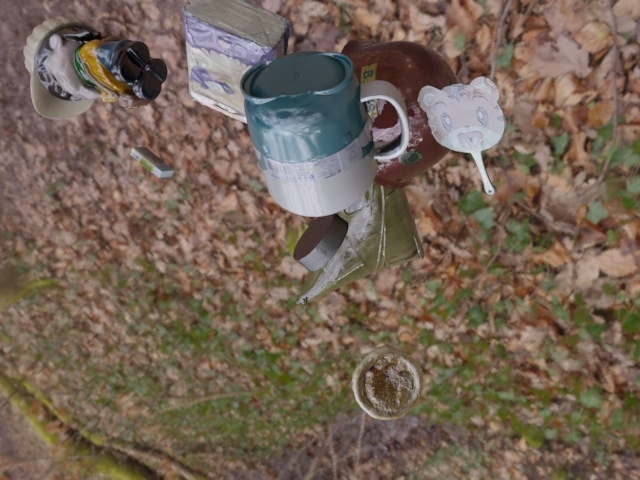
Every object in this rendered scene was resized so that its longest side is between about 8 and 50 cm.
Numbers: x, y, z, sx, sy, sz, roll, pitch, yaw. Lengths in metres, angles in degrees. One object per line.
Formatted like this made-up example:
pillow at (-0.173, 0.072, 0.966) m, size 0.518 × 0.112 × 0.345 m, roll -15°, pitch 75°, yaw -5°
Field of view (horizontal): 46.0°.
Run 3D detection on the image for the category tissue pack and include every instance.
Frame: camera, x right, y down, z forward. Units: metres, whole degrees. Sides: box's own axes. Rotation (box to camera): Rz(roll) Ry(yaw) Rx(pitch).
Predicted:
tissue pack at (-0.205, -0.438, 1.853) m, size 0.242 × 0.125 × 0.344 m, roll 24°, pitch 155°, yaw 5°

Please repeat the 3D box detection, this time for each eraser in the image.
eraser at (-0.316, -0.147, 1.413) m, size 0.083 × 0.038 × 0.019 m, roll 37°, pitch 113°, yaw 21°

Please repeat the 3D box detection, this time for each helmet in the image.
helmet at (0.215, -0.330, 1.767) m, size 0.230 × 0.385 × 0.337 m, roll -15°, pitch 158°, yaw 43°

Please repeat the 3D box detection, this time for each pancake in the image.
pancake at (0.123, 0.258, 1.362) m, size 0.139 × 0.139 × 0.022 m, roll 54°, pitch 175°, yaw -12°

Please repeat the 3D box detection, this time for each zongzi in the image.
zongzi at (0.063, -0.086, 1.967) m, size 0.181 × 0.418 × 0.447 m, roll 32°, pitch 145°, yaw 58°

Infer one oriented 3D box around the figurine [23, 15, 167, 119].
figurine at (-0.454, -0.365, 1.530) m, size 0.332 × 0.205 × 0.185 m, roll -4°, pitch 152°, yaw 30°

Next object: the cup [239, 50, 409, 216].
cup at (0.015, -0.202, 1.359) m, size 0.289 × 0.219 × 0.258 m, roll -5°, pitch 140°, yaw 10°

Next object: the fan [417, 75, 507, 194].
fan at (0.261, -0.175, 1.305) m, size 0.152 × 0.008 × 0.227 m, roll -4°, pitch 122°, yaw 38°

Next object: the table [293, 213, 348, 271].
table at (0.000, 0.000, 1.596) m, size 0.043 × 0.133 × 0.133 m, roll 38°, pitch 148°, yaw -18°
